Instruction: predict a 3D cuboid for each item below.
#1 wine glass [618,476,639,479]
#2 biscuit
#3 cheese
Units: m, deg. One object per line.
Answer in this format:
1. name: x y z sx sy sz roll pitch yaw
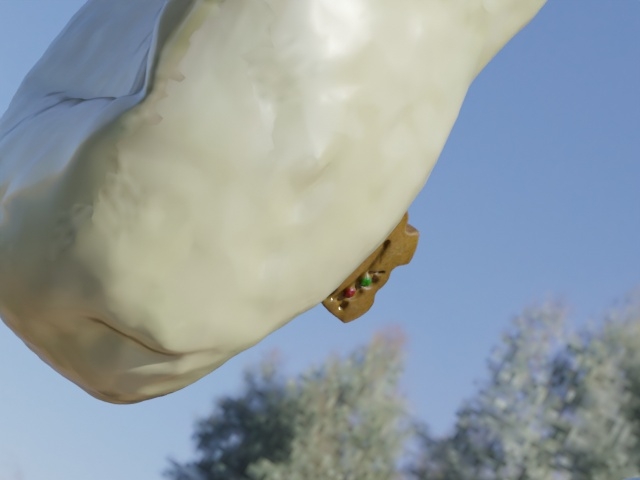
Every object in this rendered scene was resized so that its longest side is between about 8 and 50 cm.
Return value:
1. wine glass: 0.003 0.081 0.656 0.310 0.264 0.096 -16 -21 18
2. biscuit: 0.000 0.000 0.716 0.092 0.082 0.016 5 33 -27
3. cheese: 0.000 -0.069 0.481 0.093 0.263 0.159 43 -14 -16
